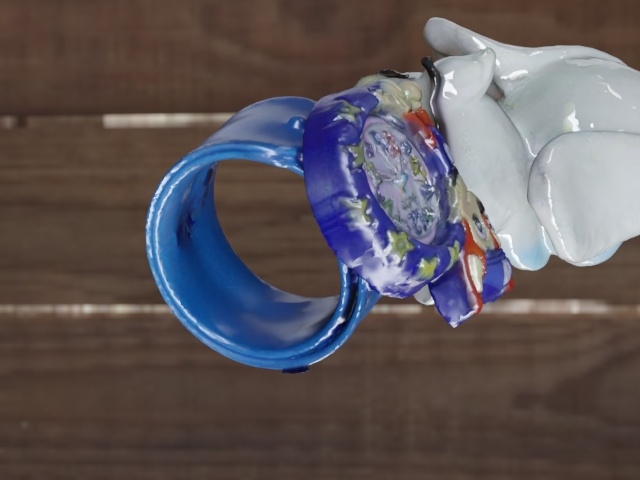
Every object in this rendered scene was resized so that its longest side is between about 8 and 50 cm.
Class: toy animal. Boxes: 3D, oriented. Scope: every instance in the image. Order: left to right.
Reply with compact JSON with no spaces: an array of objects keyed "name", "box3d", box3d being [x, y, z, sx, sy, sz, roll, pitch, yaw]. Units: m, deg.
[{"name":"toy animal","box3d":[0.154,-0.079,1.404,0.289,0.249,0.174,-22,148,-43]}]

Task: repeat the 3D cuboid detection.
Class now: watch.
[{"name":"watch","box3d":[-0.006,-0.005,1.200,0.171,0.200,0.196,-30,97,-62]}]
